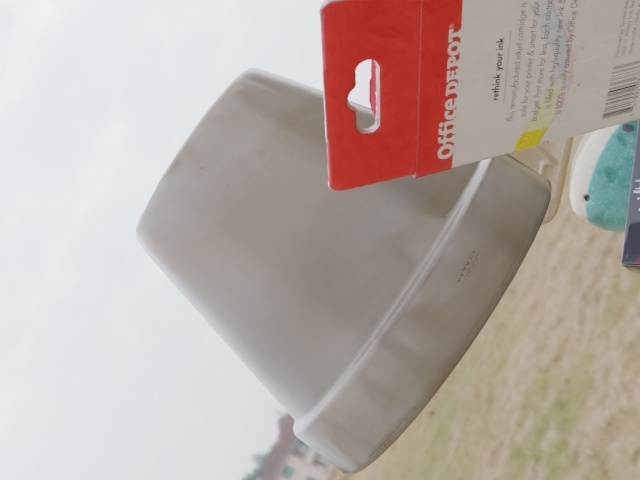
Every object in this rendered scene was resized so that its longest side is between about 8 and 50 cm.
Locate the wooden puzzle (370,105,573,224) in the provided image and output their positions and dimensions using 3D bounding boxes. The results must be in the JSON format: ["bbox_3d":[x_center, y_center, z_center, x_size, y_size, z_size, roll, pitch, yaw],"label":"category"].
[{"bbox_3d":[0.239,-0.213,1.681,0.080,0.322,0.348,-60,-22,-50],"label":"wooden puzzle"}]

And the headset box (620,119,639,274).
[{"bbox_3d":[0.426,-0.073,1.050,0.110,0.218,0.293,18,-102,-52],"label":"headset box"}]

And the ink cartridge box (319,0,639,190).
[{"bbox_3d":[0.101,-0.120,0.589,0.134,0.231,0.078,87,165,-46],"label":"ink cartridge box"}]

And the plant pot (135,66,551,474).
[{"bbox_3d":[0.000,0.000,0.968,0.323,0.280,0.323,-56,2,3],"label":"plant pot"}]

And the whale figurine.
[{"bbox_3d":[0.478,-0.118,1.556,0.272,0.141,0.216,-34,-42,-31],"label":"whale figurine"}]
